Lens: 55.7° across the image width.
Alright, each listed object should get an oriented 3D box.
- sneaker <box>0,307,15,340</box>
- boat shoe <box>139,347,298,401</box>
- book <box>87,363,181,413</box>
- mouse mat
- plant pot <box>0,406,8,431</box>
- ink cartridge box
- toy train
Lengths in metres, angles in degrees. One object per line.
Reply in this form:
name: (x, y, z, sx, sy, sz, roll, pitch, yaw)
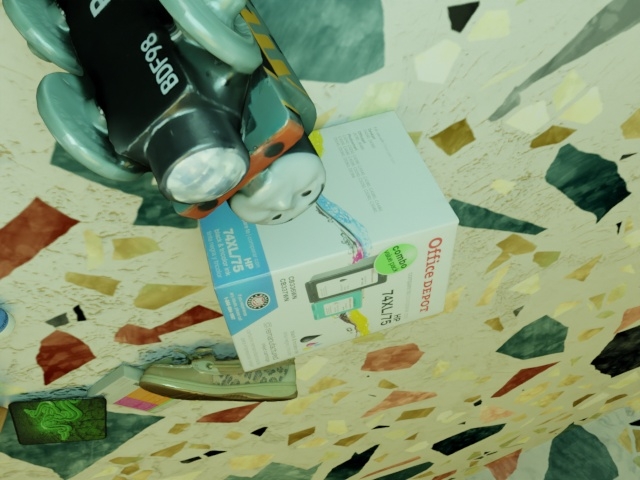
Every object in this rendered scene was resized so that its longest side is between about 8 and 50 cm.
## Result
sneaker: (-0.490, 0.123, 0.786, 0.152, 0.058, 0.084, -24, 148, -3)
boat shoe: (-0.173, 0.233, 1.061, 0.285, 0.089, 0.105, 12, 158, -32)
book: (-0.318, 0.266, 1.064, 0.096, 0.035, 0.144, -34, 140, 21)
mouse mat: (-0.457, 0.321, 1.067, 0.153, 0.007, 0.189, 1, 140, -18)
plant pot: (-0.612, 0.360, 0.865, 0.204, 0.290, 0.291, 23, 127, -22)
ink cartridge box: (0.000, 0.000, 0.751, 0.270, 0.197, 0.198, -16, 142, -7)
toy train: (-0.108, -0.154, 0.428, 0.142, 0.333, 0.190, -39, 153, 18)
